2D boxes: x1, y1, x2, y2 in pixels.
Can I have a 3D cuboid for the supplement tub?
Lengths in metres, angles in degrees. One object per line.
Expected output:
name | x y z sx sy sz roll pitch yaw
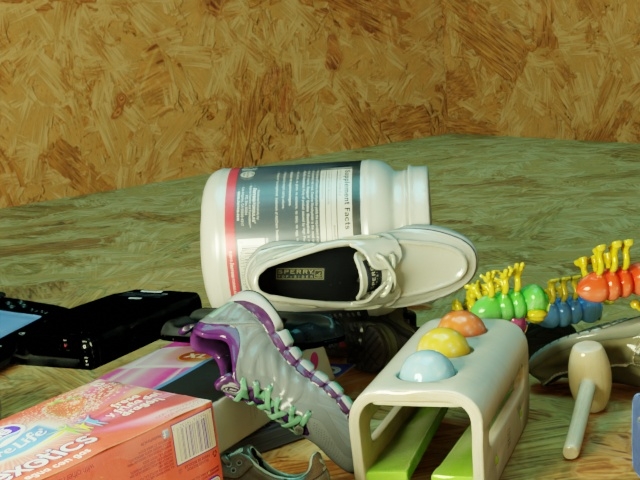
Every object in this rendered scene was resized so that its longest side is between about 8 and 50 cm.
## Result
supplement tub | 0.000 0.000 1.774 0.272 0.191 0.191 -3 10 5

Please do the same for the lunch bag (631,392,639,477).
lunch bag | 0.320 0.177 1.319 0.065 0.098 0.067 -12 17 -22

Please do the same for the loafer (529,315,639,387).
loafer | 0.348 0.129 1.614 0.251 0.087 0.094 -19 -5 29

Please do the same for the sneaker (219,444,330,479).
sneaker | -0.083 0.216 1.305 0.188 0.071 0.066 4 0 5

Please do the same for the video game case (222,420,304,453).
video game case | -0.166 0.203 1.599 0.196 0.026 0.274 -13 14 -40

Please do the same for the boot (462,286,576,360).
boot | 0.218 0.100 1.862 0.189 0.076 0.208 8 14 -14

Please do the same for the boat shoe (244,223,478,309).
boat shoe | 0.050 0.034 1.631 0.267 0.096 0.088 1 10 -5

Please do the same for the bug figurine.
bug figurine | 0.260 0.071 1.648 0.216 0.072 0.279 -9 -11 -7

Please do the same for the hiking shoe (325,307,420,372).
hiking shoe | 0.063 0.115 1.870 0.114 0.086 0.227 0 16 -26

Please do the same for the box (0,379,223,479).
box | -0.221 0.227 1.091 0.142 0.154 0.300 4 18 41

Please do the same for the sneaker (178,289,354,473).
sneaker | -0.047 0.156 1.446 0.098 0.083 0.224 -27 65 -34

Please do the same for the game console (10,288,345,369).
game console | -0.153 0.103 1.619 0.361 0.044 0.213 1 13 30

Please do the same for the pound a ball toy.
pound a ball toy | 0.170 0.147 1.453 0.208 0.136 0.319 -1 11 18

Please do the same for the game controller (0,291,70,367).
game controller | -0.470 0.132 2.005 0.166 0.067 0.319 -1 11 18

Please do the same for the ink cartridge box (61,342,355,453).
ink cartridge box | -0.116 0.158 1.597 0.175 0.069 0.371 1 9 26
